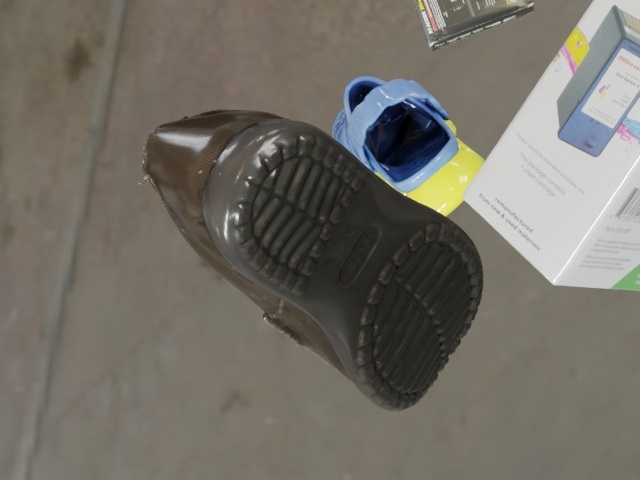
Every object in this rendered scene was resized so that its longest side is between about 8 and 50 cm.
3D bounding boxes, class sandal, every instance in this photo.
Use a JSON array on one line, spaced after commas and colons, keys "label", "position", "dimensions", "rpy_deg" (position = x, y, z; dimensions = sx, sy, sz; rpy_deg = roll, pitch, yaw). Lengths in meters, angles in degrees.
[{"label": "sandal", "position": [0.074, -0.120, 1.988], "dimensions": [0.126, 0.138, 0.317], "rpy_deg": [-40, 18, -5]}]

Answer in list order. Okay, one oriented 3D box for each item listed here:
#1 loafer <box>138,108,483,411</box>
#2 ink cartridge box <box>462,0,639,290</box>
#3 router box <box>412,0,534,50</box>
[{"label": "loafer", "position": [0.000, 0.000, 0.782], "dimensions": [0.078, 0.220, 0.080], "rpy_deg": [29, 79, 34]}, {"label": "ink cartridge box", "position": [0.211, -0.078, 1.182], "dimensions": [0.093, 0.154, 0.212], "rpy_deg": [46, 113, 30]}, {"label": "router box", "position": [0.112, -0.228, 1.551], "dimensions": [0.038, 0.092, 0.122], "rpy_deg": [24, -134, -83]}]
